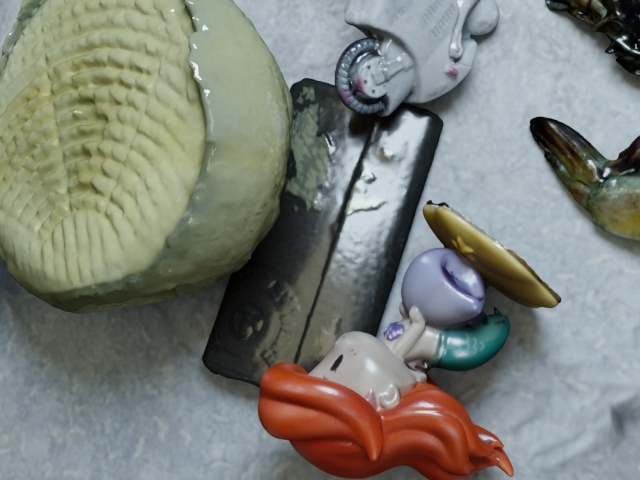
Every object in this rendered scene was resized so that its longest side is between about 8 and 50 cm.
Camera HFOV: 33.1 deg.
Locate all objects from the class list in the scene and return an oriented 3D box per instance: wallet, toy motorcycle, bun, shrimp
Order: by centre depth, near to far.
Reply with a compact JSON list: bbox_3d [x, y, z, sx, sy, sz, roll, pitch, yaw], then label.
[{"bbox_3d":[0.286,-0.147,1.022,0.365,0.071,0.233,45,105,26],"label":"shrimp"},{"bbox_3d":[0.106,-0.240,1.056,0.110,0.170,0.260,25,100,55],"label":"toy motorcycle"},{"bbox_3d":[-0.168,-0.097,1.066,0.364,0.202,0.364,-3,86,38],"label":"bun"},{"bbox_3d":[0.000,0.000,1.091,0.170,0.044,0.321,16,84,19],"label":"wallet"}]

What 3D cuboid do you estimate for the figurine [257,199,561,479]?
[{"bbox_3d":[0.089,0.117,0.974,0.257,0.208,0.181,-50,41,-1],"label":"figurine"}]
